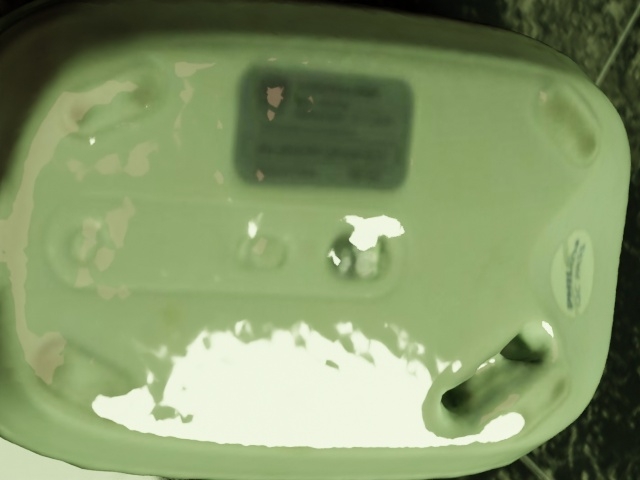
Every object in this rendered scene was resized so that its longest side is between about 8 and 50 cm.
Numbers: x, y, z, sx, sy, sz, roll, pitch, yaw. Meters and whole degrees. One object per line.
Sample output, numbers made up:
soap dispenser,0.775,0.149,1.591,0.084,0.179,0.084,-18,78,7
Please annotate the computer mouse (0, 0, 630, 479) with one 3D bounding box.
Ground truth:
computer mouse,-0.004,0.000,0.666,0.331,0.095,0.197,6,89,-33
